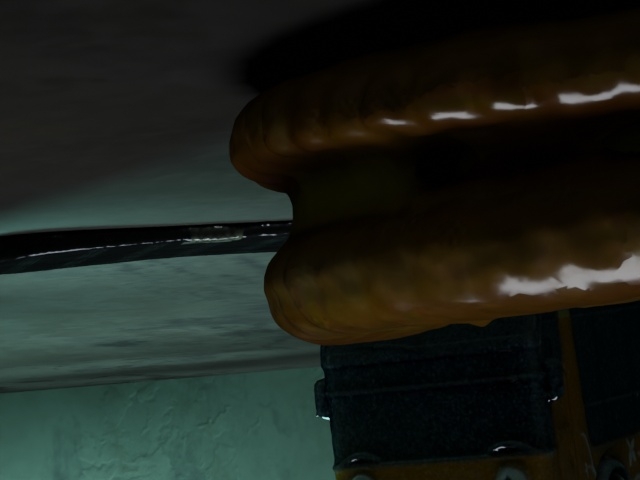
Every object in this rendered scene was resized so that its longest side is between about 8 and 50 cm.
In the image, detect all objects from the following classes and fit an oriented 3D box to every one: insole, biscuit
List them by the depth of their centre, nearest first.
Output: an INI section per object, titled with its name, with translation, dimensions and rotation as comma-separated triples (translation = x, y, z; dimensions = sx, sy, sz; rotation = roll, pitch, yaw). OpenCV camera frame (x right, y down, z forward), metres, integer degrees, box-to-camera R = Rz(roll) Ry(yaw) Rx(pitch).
[biscuit]
translation = 0.087, -0.017, 0.497
dimensions = 0.221, 0.066, 0.220
rotation = -7, 177, 0
[insole]
translation = 0.000, 0.000, 0.877
dimensions = 0.310, 0.012, 0.110
rotation = -3, 176, -20

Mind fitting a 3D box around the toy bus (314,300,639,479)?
[toy bus]
translation = 0.118, 0.087, 1.098
dimensions = 0.139, 0.167, 0.275
rotation = -8, 178, 29
